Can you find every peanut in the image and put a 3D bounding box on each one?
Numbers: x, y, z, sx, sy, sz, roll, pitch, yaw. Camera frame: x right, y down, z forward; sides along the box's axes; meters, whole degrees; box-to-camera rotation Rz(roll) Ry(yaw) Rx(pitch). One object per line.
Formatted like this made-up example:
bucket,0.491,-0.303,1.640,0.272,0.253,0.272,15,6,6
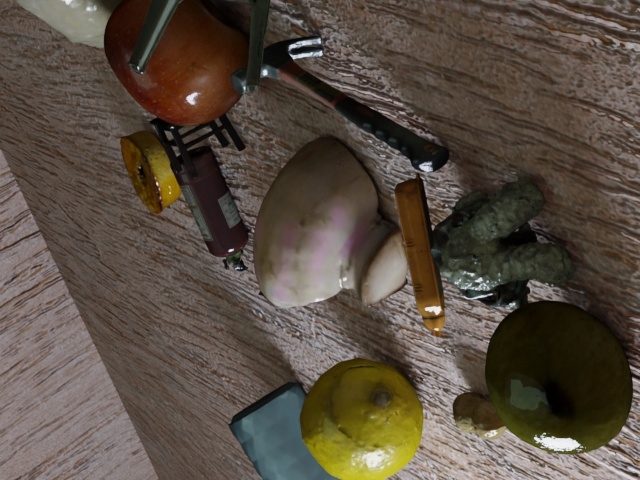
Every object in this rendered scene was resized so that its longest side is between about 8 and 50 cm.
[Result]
peanut,0.198,0.220,1.751,0.054,0.054,0.113,65,163,-14

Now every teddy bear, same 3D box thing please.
teddy bear,0.165,0.018,1.459,0.133,0.111,0.213,64,159,-1

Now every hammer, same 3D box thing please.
hammer,0.029,-0.152,1.595,0.287,0.111,0.033,36,154,33

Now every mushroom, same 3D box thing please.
mushroom,-0.016,-0.017,1.779,0.236,0.162,0.173,33,149,49

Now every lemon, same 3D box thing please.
lemon,0.056,0.252,1.971,0.181,0.180,0.193,66,169,-16

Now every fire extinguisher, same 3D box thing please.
fire extinguisher,-0.165,-0.042,2.272,0.099,0.071,0.231,-94,-19,-67

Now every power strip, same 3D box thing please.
power strip,0.108,0.017,1.496,0.049,0.028,0.178,-52,-49,-75

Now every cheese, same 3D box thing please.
cheese,-0.372,-0.411,1.980,0.326,0.115,0.318,37,-159,-40

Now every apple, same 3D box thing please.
apple,-0.183,-0.250,1.857,0.201,0.162,0.201,49,-165,-18

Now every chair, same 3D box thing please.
chair,-0.204,-0.210,2.062,0.084,0.101,0.213,18,135,62
chair,-0.150,-0.336,1.621,0.203,0.190,0.275,86,-170,-49

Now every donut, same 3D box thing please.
donut,-0.298,-0.125,2.482,0.152,0.058,0.152,49,157,29

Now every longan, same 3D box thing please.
longan,0.242,0.135,1.417,0.145,0.176,0.155,-3,101,22

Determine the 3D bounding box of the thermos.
thermos,-0.027,0.395,2.446,0.287,0.145,0.182,59,-168,1
